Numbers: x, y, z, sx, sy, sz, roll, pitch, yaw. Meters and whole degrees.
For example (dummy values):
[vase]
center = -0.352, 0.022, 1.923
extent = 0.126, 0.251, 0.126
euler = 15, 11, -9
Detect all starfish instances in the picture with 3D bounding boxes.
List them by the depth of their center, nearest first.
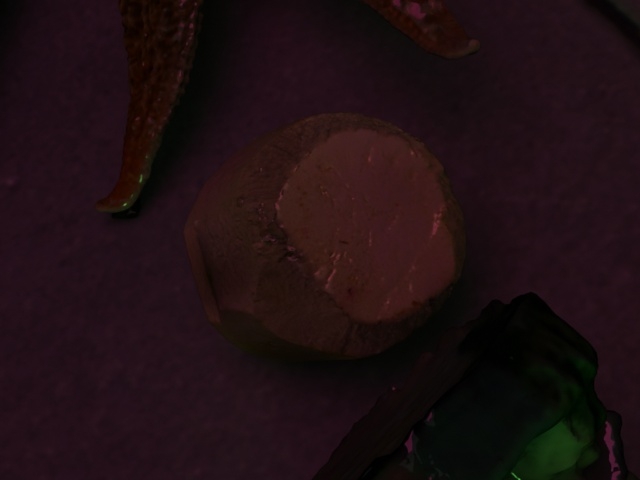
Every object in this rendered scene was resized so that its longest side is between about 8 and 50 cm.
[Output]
[starfish]
center = -0.054, -0.227, 1.175
extent = 0.398, 0.132, 0.384
euler = -15, 67, 14

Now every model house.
[model house]
center = 0.084, 0.223, 0.852
extent = 0.284, 0.243, 0.298
euler = 44, 70, -4

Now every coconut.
[coconut]
center = 0.000, 0.000, 1.035
extent = 0.147, 0.152, 0.147
euler = 2, 85, -21
